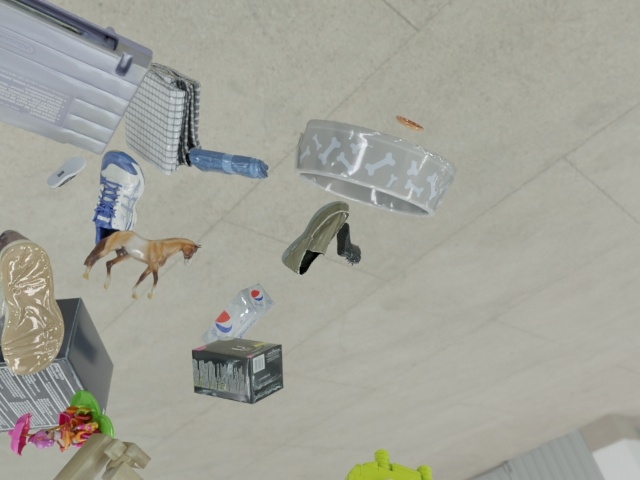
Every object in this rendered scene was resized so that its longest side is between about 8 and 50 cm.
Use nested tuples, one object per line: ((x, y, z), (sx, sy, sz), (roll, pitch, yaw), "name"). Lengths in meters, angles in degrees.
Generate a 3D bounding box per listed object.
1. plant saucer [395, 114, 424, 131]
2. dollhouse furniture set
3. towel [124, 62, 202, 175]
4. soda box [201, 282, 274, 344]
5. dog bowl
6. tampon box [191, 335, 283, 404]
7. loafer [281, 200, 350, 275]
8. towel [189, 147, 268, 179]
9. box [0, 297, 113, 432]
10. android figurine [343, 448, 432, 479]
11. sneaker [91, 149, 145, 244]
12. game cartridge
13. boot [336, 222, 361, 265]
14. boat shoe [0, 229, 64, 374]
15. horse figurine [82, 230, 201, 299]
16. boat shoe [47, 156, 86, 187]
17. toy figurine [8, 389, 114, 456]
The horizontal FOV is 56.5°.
((0.242, -0.317, 1.622), (0.083, 0.083, 0.013), (12, 114, -35), "plant saucer")
((-0.256, 0.336, 0.731), (0.151, 0.144, 0.123), (-17, 117, 44), "dollhouse furniture set")
((-0.409, -0.328, 1.561), (0.121, 0.283, 0.235), (-13, 122, -40), "towel")
((-0.278, 0.267, 1.979), (0.098, 0.091, 0.286), (-22, 159, -53), "soda box")
((0.103, -0.140, 1.234), (0.348, 0.102, 0.349), (17, 178, 1), "dog bowl")
((-0.179, 0.278, 1.296), (0.160, 0.102, 0.120), (2, -173, 30), "tampon box")
((0.000, 0.000, 1.624), (0.094, 0.087, 0.251), (17, 119, -49), "loafer")
((-0.146, -0.121, 0.949), (0.119, 0.029, 0.067), (11, 176, 10), "towel")
((-0.675, 0.296, 1.393), (0.293, 0.183, 0.296), (-3, 136, -3), "box")
((0.100, 0.350, 0.669), (0.248, 0.273, 0.056), (23, 114, -5), "android figurine")
((-0.537, -0.095, 1.561), (0.111, 0.131, 0.297), (17, 133, 1), "sneaker")
((-0.442, -0.257, 0.824), (0.354, 0.068, 0.230), (21, 147, -28), "game cartridge")
((0.094, 0.013, 1.902), (0.045, 0.121, 0.099), (-9, 157, 35), "boot")
((-0.517, 0.110, 1.042), (0.102, 0.092, 0.286), (-14, 130, -33), "boat shoe")
((-0.429, 0.041, 1.371), (0.263, 0.175, 0.066), (14, 153, 17), "horse figurine")
((-0.769, -0.209, 1.817), (0.142, 0.049, 0.040), (-32, 175, 8), "boat shoe")
((-0.527, 0.385, 1.185), (0.173, 0.130, 0.159), (11, -172, 39), "toy figurine")
